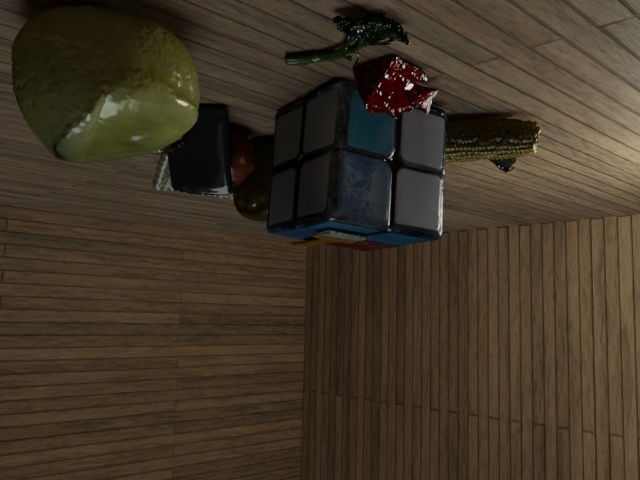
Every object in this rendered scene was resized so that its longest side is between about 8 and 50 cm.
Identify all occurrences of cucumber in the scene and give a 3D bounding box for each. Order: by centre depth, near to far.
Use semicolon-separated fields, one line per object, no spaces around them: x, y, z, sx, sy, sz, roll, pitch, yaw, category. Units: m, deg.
0.488;-0.246;1.793;0.067;0.067;0.245;-3;171;33;cucumber

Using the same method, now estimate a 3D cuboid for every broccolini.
0.017;-0.345;1.132;0.271;0.062;0.123;-1;163;44;broccolini

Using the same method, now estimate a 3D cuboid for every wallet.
-0.303;-0.227;1.613;0.168;0.245;0.052;5;-144;4;wallet

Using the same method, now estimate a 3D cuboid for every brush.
0.000;0.000;1.514;0.103;0.014;0.272;10;170;-26;brush

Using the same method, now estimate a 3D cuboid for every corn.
0.378;-0.251;1.594;0.317;0.115;0.115;-2;173;12;corn

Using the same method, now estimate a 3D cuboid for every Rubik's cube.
0.081;-0.157;1.513;0.318;0.314;0.316;9;170;-29;Rubik's cube

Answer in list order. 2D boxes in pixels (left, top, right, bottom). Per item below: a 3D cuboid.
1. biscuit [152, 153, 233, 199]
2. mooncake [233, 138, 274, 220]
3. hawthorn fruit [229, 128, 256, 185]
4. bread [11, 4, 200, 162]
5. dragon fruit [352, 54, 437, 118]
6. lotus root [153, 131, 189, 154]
-0.323;-0.215;1.922;0.324;0.044;0.217;5;137;-30;biscuit
-0.156;-0.160;1.834;0.117;0.235;0.234;9;170;-40;mooncake
-0.258;-0.236;1.722;0.156;0.157;0.194;0;158;15;hawthorn fruit
-0.369;-0.269;1.115;0.320;0.238;0.320;-12;-179;0;bread
0.158;-0.321;1.309;0.192;0.123;0.092;2;-146;-34;dragon fruit
-0.429;-0.273;1.439;0.277;0.154;0.154;3;173;-17;lotus root
